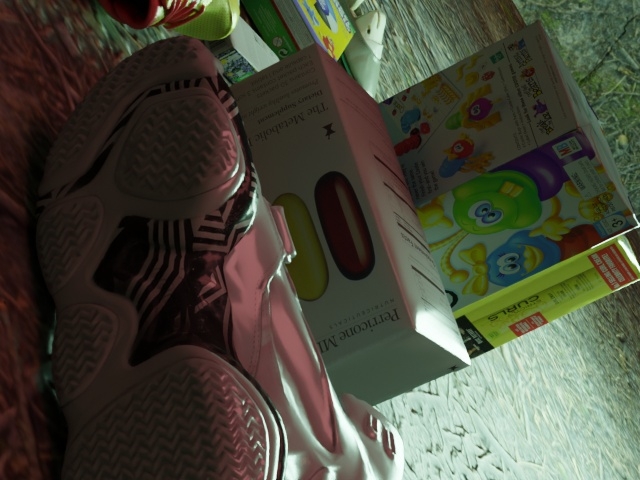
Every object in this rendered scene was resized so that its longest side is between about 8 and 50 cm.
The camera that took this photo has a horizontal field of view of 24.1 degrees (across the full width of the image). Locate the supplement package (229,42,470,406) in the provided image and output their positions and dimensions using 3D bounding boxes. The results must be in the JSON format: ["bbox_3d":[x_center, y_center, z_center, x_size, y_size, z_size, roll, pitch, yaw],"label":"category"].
[{"bbox_3d":[0.000,0.000,1.152,0.134,0.139,0.244,35,33,-61],"label":"supplement package"}]

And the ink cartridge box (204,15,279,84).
[{"bbox_3d":[-0.069,-0.167,1.379,0.115,0.029,0.063,42,27,-53],"label":"ink cartridge box"}]

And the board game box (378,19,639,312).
[{"bbox_3d":[0.110,-0.041,1.303,0.142,0.275,0.144,49,22,-41],"label":"board game box"}]

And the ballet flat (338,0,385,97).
[{"bbox_3d":[0.040,-0.275,1.797,0.072,0.068,0.213,17,50,-68],"label":"ballet flat"}]

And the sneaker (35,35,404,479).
[{"bbox_3d":[-0.059,0.062,0.906,0.210,0.137,0.366,44,31,-50],"label":"sneaker"}]

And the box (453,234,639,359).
[{"bbox_3d":[0.204,0.050,1.530,0.087,0.232,0.058,47,21,-47],"label":"box"}]

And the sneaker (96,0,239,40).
[{"bbox_3d":[-0.133,-0.194,1.163,0.208,0.081,0.094,29,45,-52],"label":"sneaker"}]

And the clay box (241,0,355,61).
[{"bbox_3d":[-0.022,-0.250,1.597,0.127,0.053,0.222,60,18,-13],"label":"clay box"}]
